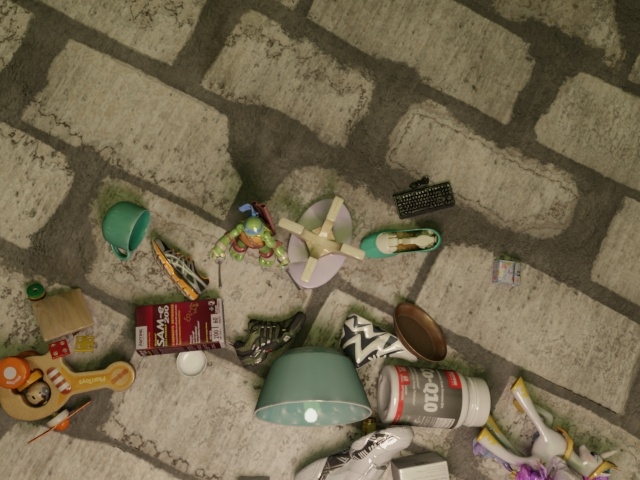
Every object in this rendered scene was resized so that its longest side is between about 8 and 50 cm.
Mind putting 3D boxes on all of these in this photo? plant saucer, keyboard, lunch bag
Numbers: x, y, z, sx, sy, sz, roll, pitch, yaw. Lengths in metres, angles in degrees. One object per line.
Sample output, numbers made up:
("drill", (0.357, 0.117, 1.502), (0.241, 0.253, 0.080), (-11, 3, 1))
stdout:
("plant saucer", (0.274, 0.266, 1.755), (0.198, 0.198, 0.036), (46, 122, 3))
("keyboard", (0.310, -0.136, 1.874), (0.180, 0.023, 0.108), (-14, 83, -7))
("lunch bag", (0.561, 0.097, 1.845), (0.083, 0.053, 0.071), (9, 82, -12))

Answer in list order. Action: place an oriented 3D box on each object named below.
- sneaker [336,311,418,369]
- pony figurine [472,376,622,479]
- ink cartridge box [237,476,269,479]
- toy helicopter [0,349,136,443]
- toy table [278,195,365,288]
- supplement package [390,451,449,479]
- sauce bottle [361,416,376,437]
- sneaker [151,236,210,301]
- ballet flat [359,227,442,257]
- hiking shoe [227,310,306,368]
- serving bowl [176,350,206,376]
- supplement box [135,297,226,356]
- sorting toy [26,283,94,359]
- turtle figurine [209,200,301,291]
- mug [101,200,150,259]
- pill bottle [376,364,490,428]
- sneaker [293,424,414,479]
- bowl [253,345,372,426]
("sneaker", (0.151, 0.323, 1.764), (0.234, 0.094, 0.153), (30, 89, -8))
("pony figurine", (0.599, 0.612, 1.683), (0.363, 0.303, 0.351), (39, 69, 12))
("ink cartridge box", (-0.185, 0.716, 1.697), (0.088, 0.052, 0.123), (2, 83, -4))
("toy helicopter", (-0.674, 0.402, 1.663), (0.354, 0.140, 0.235), (-8, 88, -6))
("toy table", (0.000, 0.000, 1.761), (0.252, 0.161, 0.275), (11, 82, -3))
("supplement package", (0.285, 0.724, 1.691), (0.138, 0.134, 0.244), (-8, 83, -5))
("sauce bottle", (0.135, 0.565, 1.748), (0.042, 0.042, 0.128), (5, 79, -4))
("sneaker", (-0.403, 0.073, 1.765), (0.083, 0.084, 0.215), (-39, 90, -22))
("ballet flat", (0.238, 0.001, 1.815), (0.247, 0.087, 0.083), (-6, 83, -5))
("hiking shoe", (-0.148, 0.258, 1.748), (0.226, 0.086, 0.114), (-37, 89, -8))
("serving bowl", (-0.362, 0.343, 1.749), (0.083, 0.027, 0.084), (1, 81, -4))
("supplement box", (-0.388, 0.241, 1.726), (0.239, 0.073, 0.130), (-6, 67, -5))
("sorting toy", (-0.703, 0.219, 1.703), (0.132, 0.046, 0.275), (-19, 54, -27))
("turtle figurine", (-0.191, 0.051, 1.683), (0.197, 0.266, 0.275), (-20, 83, -7))
("mug", (-0.557, -0.032, 1.736), (0.097, 0.129, 0.158), (23, 81, 2))
("pill bottle", (0.311, 0.435, 1.715), (0.283, 0.161, 0.161), (7, 81, -10))
("sneaker", (0.118, 0.640, 1.633), (0.365, 0.137, 0.210), (-32, 68, 15))
("bowl", (-0.020, 0.388, 1.658), (0.311, 0.312, 0.163), (2, 62, -4))
